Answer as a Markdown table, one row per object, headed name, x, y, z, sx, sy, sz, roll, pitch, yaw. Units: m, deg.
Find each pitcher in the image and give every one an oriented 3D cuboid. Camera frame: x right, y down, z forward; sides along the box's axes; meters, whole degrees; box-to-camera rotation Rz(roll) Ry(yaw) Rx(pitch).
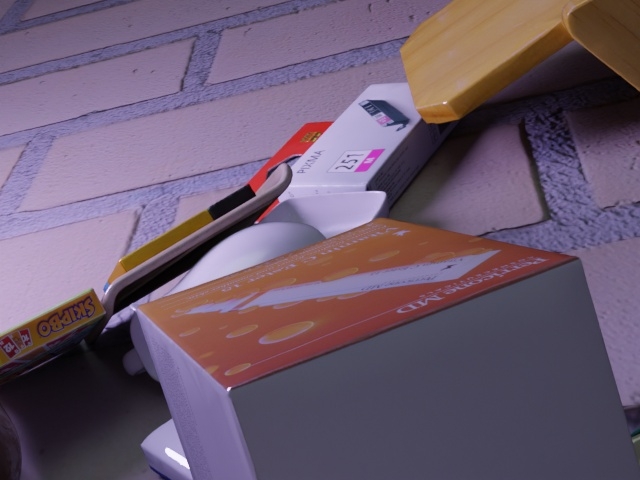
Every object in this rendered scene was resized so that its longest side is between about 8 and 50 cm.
| name | x | y | z | sx | sy | sz | roll | pitch | yaw |
| --- | --- | --- | --- | --- | --- | --- | --- | --- | --- |
| pitcher | -0.092 | 0.069 | 1.271 | 0.207 | 0.125 | 0.178 | -27 | -3 | -25 |

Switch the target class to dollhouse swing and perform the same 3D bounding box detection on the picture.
| name | x | y | z | sx | sy | sz | roll | pitch | yaw |
| --- | --- | --- | --- | --- | --- | --- | --- | --- | --- |
| dollhouse swing | 0.317 | -0.216 | 1.568 | 0.305 | 0.315 | 0.347 | -49 | 19 | 19 |

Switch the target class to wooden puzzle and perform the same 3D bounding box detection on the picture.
| name | x | y | z | sx | sy | sz | roll | pitch | yaw |
| --- | --- | --- | --- | --- | --- | --- | --- | --- | --- |
| wooden puzzle | -0.147 | 0.011 | 1.345 | 0.239 | 0.044 | 0.221 | -37 | -1 | -20 |

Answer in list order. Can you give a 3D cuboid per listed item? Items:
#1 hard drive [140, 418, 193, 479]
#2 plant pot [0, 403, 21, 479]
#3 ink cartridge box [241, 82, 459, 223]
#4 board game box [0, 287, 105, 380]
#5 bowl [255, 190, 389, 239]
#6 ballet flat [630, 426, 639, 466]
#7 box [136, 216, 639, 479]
| name | x | y | z | sx | sy | sz | roll | pitch | yaw |
| --- | --- | --- | --- | --- | --- | --- | --- | --- | --- |
| hard drive | 0.020 | 0.175 | 1.073 | 0.210 | 0.040 | 0.319 | -32 | 30 | -28 |
| plant pot | -0.418 | 0.162 | 1.113 | 0.280 | 0.323 | 0.323 | 24 | 46 | 31 |
| ink cartridge box | 0.016 | -0.111 | 1.600 | 0.239 | 0.060 | 0.275 | 1 | 32 | 30 |
| board game box | -0.289 | 0.105 | 1.286 | 0.124 | 0.039 | 0.259 | -28 | 0 | -19 |
| bowl | 0.000 | 0.000 | 1.396 | 0.142 | 0.053 | 0.142 | -4 | 24 | 25 |
| ballet flat | 0.221 | 0.175 | 0.924 | 0.248 | 0.086 | 0.086 | -18 | 27 | -6 |
| box | 0.024 | 0.105 | 0.857 | 0.215 | 0.168 | 0.345 | -20 | 10 | -14 |
